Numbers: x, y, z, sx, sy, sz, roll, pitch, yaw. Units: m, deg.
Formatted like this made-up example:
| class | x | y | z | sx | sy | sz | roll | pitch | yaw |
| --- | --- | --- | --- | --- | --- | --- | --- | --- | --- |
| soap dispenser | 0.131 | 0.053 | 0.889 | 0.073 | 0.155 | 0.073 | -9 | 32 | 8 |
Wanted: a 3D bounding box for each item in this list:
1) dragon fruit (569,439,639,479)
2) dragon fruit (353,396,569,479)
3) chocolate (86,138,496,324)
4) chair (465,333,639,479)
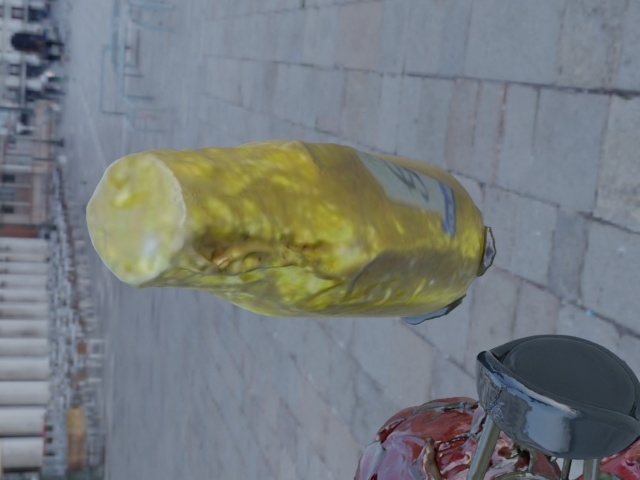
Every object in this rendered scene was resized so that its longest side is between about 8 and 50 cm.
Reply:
| class | x | y | z | sx | sy | sz | roll | pitch | yaw |
| --- | --- | --- | --- | --- | --- | --- | --- | --- | --- |
| dragon fruit | 0.257 | 0.224 | 0.732 | 0.160 | 0.172 | 0.166 | 56 | -159 | -23 |
| dragon fruit | 0.156 | 0.286 | 1.012 | 0.299 | 0.244 | 0.244 | -50 | 40 | 46 |
| chocolate | 0.000 | 0.000 | 0.740 | 0.445 | 0.162 | 0.162 | 2 | -89 | -63 |
| chair | 0.136 | 0.140 | 0.563 | 0.104 | 0.095 | 0.222 | 21 | 134 | 26 |
